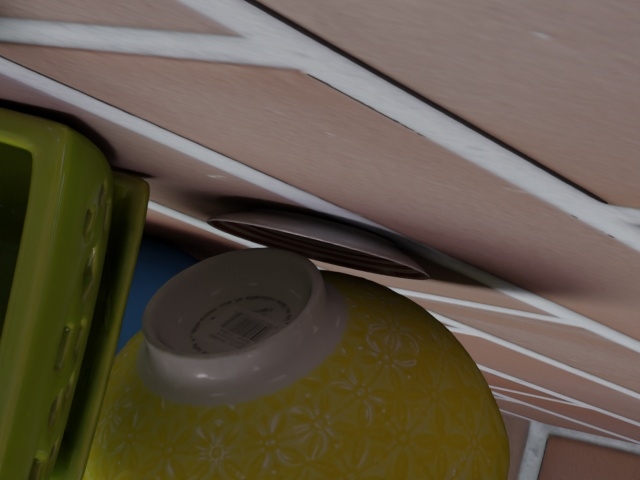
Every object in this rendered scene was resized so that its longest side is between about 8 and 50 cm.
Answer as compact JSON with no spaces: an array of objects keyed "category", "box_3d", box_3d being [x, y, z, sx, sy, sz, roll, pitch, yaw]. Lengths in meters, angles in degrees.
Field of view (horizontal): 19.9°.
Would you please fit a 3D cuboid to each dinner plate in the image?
[{"category":"dinner plate","box_3d":[0.000,0.000,1.116,0.141,0.017,0.141,15,173,2]}]

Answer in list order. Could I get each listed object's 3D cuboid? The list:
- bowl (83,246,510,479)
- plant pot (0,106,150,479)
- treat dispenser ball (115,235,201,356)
[{"category":"bowl","box_3d":[-0.036,0.100,1.144,0.289,0.289,0.156,10,130,35]},{"category":"plant pot","box_3d":[-0.229,0.034,1.033,0.228,0.227,0.207,12,179,13]},{"category":"treat dispenser ball","box_3d":[-0.176,0.135,1.467,0.288,0.288,0.288,14,174,2]}]
